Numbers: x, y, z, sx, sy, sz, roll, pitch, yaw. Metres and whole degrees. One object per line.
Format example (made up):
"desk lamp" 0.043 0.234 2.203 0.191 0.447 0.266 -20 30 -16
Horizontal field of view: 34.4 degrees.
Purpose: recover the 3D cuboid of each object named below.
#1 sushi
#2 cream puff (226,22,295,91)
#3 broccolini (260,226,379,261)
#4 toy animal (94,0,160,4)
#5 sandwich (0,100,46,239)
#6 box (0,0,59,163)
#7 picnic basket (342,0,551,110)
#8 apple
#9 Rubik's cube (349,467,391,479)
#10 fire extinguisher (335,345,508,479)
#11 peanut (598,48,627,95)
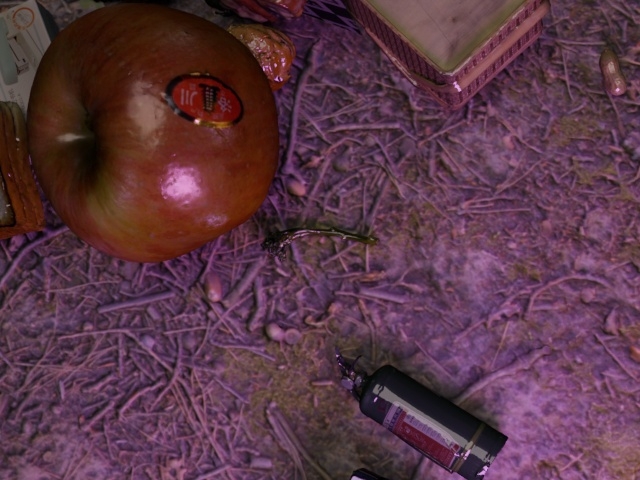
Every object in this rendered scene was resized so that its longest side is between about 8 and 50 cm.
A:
"sushi" -0.120 -0.390 1.650 0.340 0.320 0.068 23 92 11
"cream puff" -0.109 -0.302 1.719 0.119 0.133 0.104 -7 51 40
"broccolini" -0.001 -0.006 1.694 0.194 0.054 0.052 -7 59 6
"toy animal" -0.321 -0.469 1.820 0.219 0.116 0.179 7 49 37
"sandwich" -0.606 -0.098 1.731 0.273 0.095 0.248 -18 79 24
"box" -0.496 -0.276 1.800 0.135 0.079 0.269 -24 76 5
"picnic basket" 0.191 -0.388 1.672 0.228 0.175 0.313 -43 72 0
"apple" -0.248 -0.164 1.602 0.400 0.334 0.400 6 99 42
"Rubik's cube" 0.090 0.440 1.532 0.151 0.154 0.155 24 84 12
"fire extinguisher" 0.138 0.264 1.592 0.294 0.118 0.093 31 50 13
"peanut" 0.472 -0.273 1.671 0.037 0.037 0.083 -9 76 7
